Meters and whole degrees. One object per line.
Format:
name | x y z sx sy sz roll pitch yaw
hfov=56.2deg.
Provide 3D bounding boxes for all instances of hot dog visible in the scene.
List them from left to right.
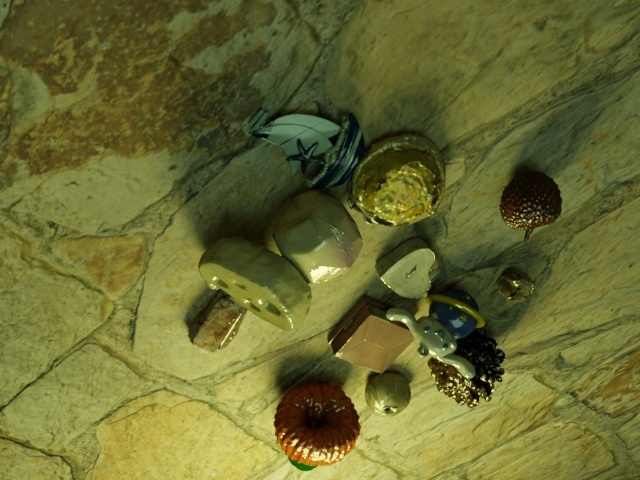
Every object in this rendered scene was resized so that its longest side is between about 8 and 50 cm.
hot dog | -0.297 0.235 1.776 0.131 0.069 0.253 28 114 -17

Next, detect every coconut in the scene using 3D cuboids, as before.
coconut | -0.002 0.002 1.560 0.227 0.227 0.230 -30 122 11

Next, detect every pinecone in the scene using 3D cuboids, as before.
pinecone | 0.485 0.406 1.946 0.257 0.243 0.243 -38 125 -4

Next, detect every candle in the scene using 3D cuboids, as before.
candle | 0.248 0.087 1.769 0.168 0.068 0.192 -3 125 -13

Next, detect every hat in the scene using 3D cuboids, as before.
hat | -0.045 0.648 2.065 0.285 0.285 0.400 8 151 -17

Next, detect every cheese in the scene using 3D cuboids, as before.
cheese | -0.167 0.116 1.582 0.326 0.318 0.115 47 62 -27

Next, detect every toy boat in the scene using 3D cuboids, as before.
toy boat | -0.035 -0.223 1.494 0.291 0.070 0.210 1 121 -7

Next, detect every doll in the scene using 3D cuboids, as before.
doll | 0.353 0.247 1.846 0.311 0.159 0.243 25 83 -2

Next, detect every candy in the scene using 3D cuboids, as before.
candy | 0.612 0.146 1.875 0.110 0.085 0.095 16 115 -33

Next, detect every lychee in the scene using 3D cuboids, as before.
lychee | 0.575 -0.092 1.641 0.165 0.165 0.197 -11 101 -3

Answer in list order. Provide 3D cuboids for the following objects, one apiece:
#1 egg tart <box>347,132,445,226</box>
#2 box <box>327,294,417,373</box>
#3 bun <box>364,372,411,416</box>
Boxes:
egg tart | 0.203 -0.137 1.573 0.290 0.107 0.291 -5 126 -7
box | 0.170 0.301 1.900 0.215 0.086 0.215 25 117 -27
bun | 0.234 0.544 2.072 0.173 0.113 0.167 21 119 -26
